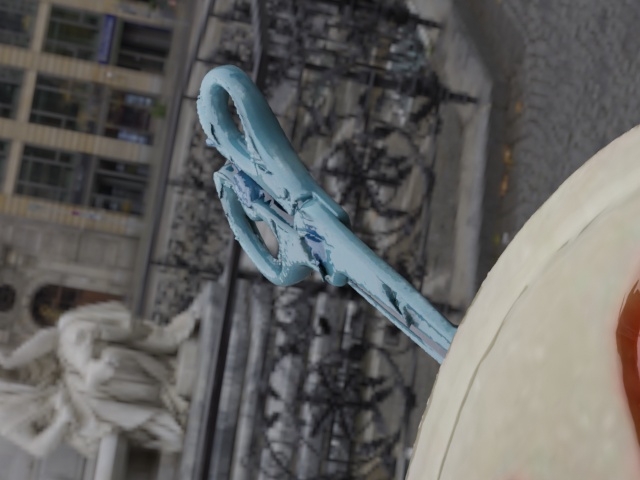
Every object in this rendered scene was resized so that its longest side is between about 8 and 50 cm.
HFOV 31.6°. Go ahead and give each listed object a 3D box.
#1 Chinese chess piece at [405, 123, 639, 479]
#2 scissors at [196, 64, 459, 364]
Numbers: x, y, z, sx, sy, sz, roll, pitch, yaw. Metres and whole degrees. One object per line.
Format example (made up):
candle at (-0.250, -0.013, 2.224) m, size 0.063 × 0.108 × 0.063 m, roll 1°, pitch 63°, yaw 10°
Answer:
Chinese chess piece at (0.150, 0.117, 0.336) m, size 0.338 × 0.140 × 0.338 m, roll -43°, pitch 39°, yaw 49°
scissors at (-0.001, 0.000, 0.790) m, size 0.393 × 0.032 × 0.180 m, roll 42°, pitch 150°, yaw 51°
